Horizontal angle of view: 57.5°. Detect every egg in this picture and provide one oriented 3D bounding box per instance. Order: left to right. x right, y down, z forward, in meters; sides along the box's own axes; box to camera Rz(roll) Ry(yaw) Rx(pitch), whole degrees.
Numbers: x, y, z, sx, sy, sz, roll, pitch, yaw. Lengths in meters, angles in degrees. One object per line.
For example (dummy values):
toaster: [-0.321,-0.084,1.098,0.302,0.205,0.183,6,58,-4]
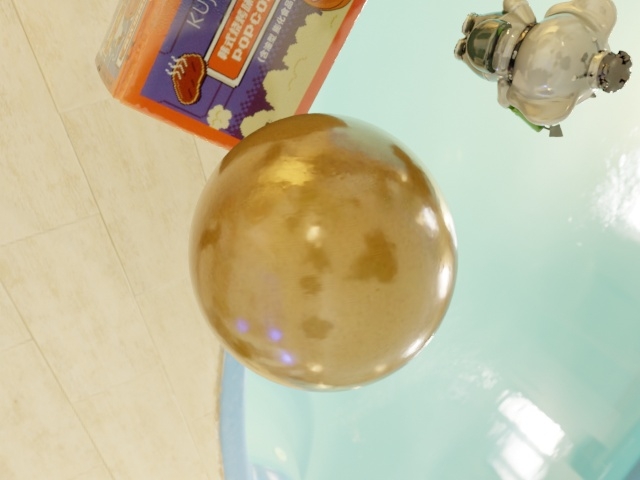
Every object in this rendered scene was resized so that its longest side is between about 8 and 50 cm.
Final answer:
egg: [0.000,0.000,0.574,0.251,0.322,0.249,-3,119,-5]

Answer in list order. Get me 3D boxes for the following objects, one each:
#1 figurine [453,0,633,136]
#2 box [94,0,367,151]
figurine: [0.240,-0.198,0.634,0.126,0.192,0.147,4,112,-46]
box: [-0.138,-0.342,0.848,0.257,0.318,0.348,21,106,-31]
